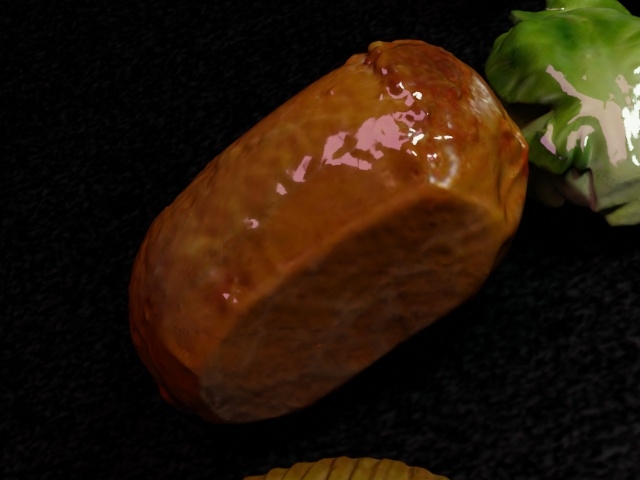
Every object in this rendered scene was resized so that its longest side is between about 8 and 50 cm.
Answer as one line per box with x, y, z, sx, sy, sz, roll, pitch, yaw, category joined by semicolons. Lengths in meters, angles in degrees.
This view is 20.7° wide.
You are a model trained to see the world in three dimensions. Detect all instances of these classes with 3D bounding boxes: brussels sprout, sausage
0.172;-0.085;1.073;0.139;0.100;0.181;-16;34;-2;brussels sprout
0.000;-0.001;1.039;0.268;0.153;0.141;-38;37;13;sausage

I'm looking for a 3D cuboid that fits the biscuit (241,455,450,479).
-0.026;0.243;0.902;0.318;0.040;0.318;-19;40;17;biscuit
